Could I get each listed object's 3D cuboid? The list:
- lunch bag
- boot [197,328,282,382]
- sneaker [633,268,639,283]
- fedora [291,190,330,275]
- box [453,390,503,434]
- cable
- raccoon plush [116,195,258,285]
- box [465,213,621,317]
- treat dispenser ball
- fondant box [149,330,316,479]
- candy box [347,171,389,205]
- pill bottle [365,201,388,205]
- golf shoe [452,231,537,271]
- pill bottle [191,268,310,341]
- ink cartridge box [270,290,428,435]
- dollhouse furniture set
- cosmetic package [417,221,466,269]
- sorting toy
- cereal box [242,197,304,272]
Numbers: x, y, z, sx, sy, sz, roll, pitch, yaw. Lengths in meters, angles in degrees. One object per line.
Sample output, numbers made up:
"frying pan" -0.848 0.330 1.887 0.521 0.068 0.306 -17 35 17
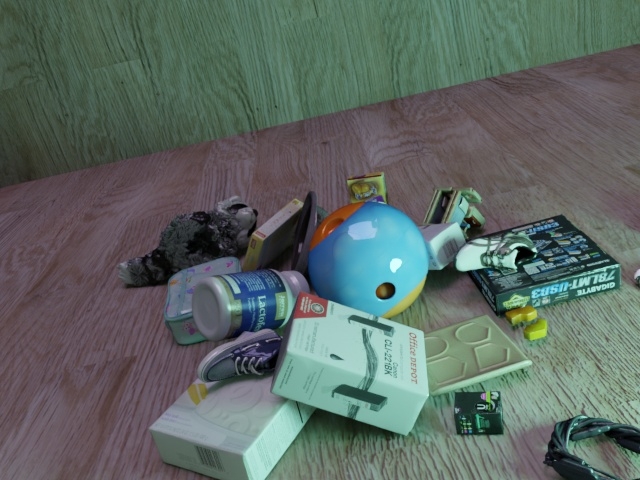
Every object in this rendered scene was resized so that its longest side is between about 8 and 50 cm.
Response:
"lunch bag" -0.309 0.156 1.698 0.224 0.108 0.279 -14 25 -2
"boot" -0.148 0.241 1.265 0.190 0.069 0.086 -26 32 -29
"sneaker" 0.768 0.084 1.402 0.119 0.047 0.057 -14 40 7
"fedora" 0.000 0.000 1.788 0.124 0.243 0.275 14 31 -9
"box" 0.287 0.313 1.143 0.083 0.052 0.062 -6 25 18
"cable" 0.463 0.346 1.009 0.184 0.047 0.150 6 26 41
"raccoon plush" -0.411 -0.019 2.026 0.446 0.216 0.299 -6 18 17
"box" 0.521 0.054 1.543 0.296 0.073 0.293 -15 24 -1
"treat dispenser ball" 0.113 0.050 1.501 0.288 0.288 0.288 -11 25 5
"fondant box" -0.145 0.327 1.280 0.238 0.096 0.330 3 28 31
"candy box" 0.154 -0.110 1.931 0.109 0.186 0.053 -6 23 17
"pill bottle" 0.133 -0.047 1.807 0.119 0.119 0.208 -22 0 -17
"golf shoe" 0.411 0.034 1.478 0.198 0.077 0.094 -18 26 -3
"pill bottle" -0.163 0.148 1.524 0.265 0.153 0.153 -7 16 -40
"ink cartridge box" 0.061 0.231 1.208 0.273 0.114 0.197 19 28 -5
"dollhouse furniture set" 0.391 -0.047 1.744 0.129 0.184 0.129 7 67 47
"cosmetic package" 0.260 0.018 1.660 0.117 0.085 0.231 -32 15 -31
"sorting toy" 0.340 0.227 1.320 0.307 0.041 0.229 -16 21 -7
"cereal box" -0.140 -0.004 1.881 0.047 0.173 0.240 32 40 13
